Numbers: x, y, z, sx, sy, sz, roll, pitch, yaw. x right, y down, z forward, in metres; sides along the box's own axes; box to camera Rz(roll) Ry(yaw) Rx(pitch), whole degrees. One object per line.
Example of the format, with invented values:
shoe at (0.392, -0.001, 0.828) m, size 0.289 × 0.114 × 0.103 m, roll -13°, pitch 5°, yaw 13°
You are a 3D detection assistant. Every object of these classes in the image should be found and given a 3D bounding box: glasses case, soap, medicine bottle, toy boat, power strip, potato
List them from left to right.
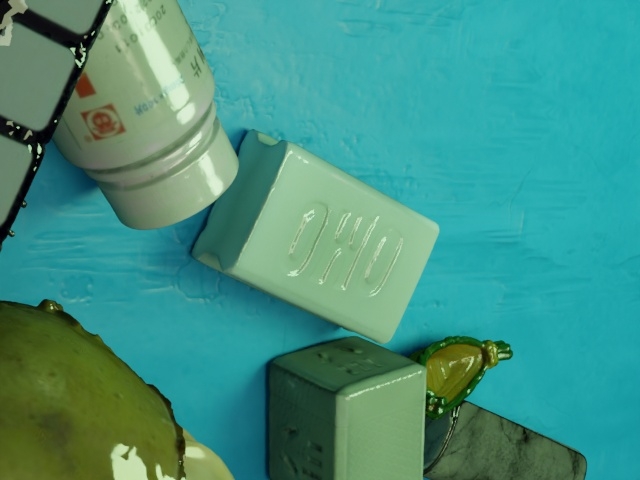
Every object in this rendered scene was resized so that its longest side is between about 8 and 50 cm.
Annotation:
potato at (-0.363, 0.211, 1.322) m, size 0.442 × 0.385 × 0.319 m, roll -39°, pitch 129°, yaw 22°
medicine bottle at (-0.196, -0.160, 1.497) m, size 0.170 × 0.170 × 0.293 m, roll -41°, pitch 125°, yaw -23°
soap at (0.000, 0.000, 1.769) m, size 0.265 × 0.088 × 0.159 m, roll 28°, pitch 85°, yaw -42°
power strip at (0.030, 0.244, 1.839) m, size 0.139 × 0.140 × 0.224 m, roll -14°, pitch 112°, yaw -38°
toy boat at (0.158, 0.166, 1.931) m, size 0.229 × 0.088 × 0.088 m, roll -29°, pitch 111°, yaw -58°
glasses case at (0.238, 0.293, 2.084) m, size 0.299 × 0.060 × 0.114 m, roll 26°, pitch 86°, yaw -42°

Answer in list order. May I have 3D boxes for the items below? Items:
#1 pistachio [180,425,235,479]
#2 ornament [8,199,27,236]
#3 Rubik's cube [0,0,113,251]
pistachio at (-0.174, 0.311, 1.653) m, size 0.214 × 0.193 × 0.318 m, roll -52°, pitch 133°, yaw -9°
ornament at (-0.341, -0.039, 1.509) m, size 0.125 × 0.028 × 0.073 m, roll 20°, pitch 91°, yaw -44°
Rubik's cube at (-0.413, -0.164, 1.199) m, size 0.337 × 0.344 × 0.343 m, roll 25°, pitch 89°, yaw -43°
